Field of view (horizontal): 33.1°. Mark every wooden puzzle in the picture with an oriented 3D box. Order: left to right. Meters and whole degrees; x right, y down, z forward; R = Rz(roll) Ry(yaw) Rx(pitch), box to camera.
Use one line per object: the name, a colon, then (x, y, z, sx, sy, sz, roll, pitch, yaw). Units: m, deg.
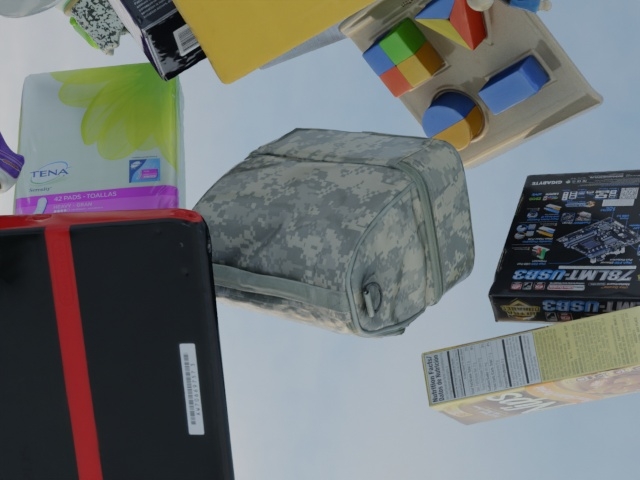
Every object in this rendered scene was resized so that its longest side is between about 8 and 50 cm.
wooden puzzle: (0.223, -0.271, 1.711, 0.322, 0.348, 0.080, -27, -158, 50)

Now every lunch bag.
lunch bag: (0.000, 0.000, 1.323, 0.305, 0.256, 0.212, 11, -59, 37)

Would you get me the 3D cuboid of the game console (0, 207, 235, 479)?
game console: (-0.268, 0.160, 1.201, 0.060, 0.342, 0.386, -52, 138, -74)

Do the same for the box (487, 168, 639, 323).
box: (0.438, 0.007, 1.674, 0.296, 0.073, 0.293, -1, -136, 28)

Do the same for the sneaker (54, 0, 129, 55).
sneaker: (-0.265, -0.422, 1.856, 0.182, 0.410, 0.158, 60, -33, 1)

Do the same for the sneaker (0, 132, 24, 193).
sneaker: (-0.414, -0.126, 1.233, 0.068, 0.170, 0.071, -24, -151, 43)

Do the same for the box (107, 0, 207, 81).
box: (-0.196, -0.308, 1.193, 0.207, 0.108, 0.153, 54, -7, 12)

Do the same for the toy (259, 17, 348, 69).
toy: (-0.038, -0.381, 1.825, 0.137, 0.237, 0.056, 64, -23, 0)

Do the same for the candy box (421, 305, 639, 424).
candy box: (0.325, 0.186, 1.549, 0.316, 0.183, 0.087, -16, -114, 20)

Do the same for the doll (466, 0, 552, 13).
doll: (0.272, -0.354, 1.413, 0.129, 0.189, 0.046, 55, -10, 26)

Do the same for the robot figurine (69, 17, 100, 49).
robot figurine: (-0.393, -0.378, 1.887, 0.067, 0.101, 0.115, -51, -131, 5)

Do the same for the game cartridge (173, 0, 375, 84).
game cartridge: (-0.043, -0.340, 0.966, 0.285, 0.323, 0.052, -29, -143, 0)

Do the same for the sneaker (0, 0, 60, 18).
sneaker: (-0.352, -0.356, 1.392, 0.258, 0.091, 0.094, -21, -72, 30)

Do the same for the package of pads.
package of pads: (-0.306, -0.105, 1.497, 0.101, 0.229, 0.296, 84, 2, -61)
